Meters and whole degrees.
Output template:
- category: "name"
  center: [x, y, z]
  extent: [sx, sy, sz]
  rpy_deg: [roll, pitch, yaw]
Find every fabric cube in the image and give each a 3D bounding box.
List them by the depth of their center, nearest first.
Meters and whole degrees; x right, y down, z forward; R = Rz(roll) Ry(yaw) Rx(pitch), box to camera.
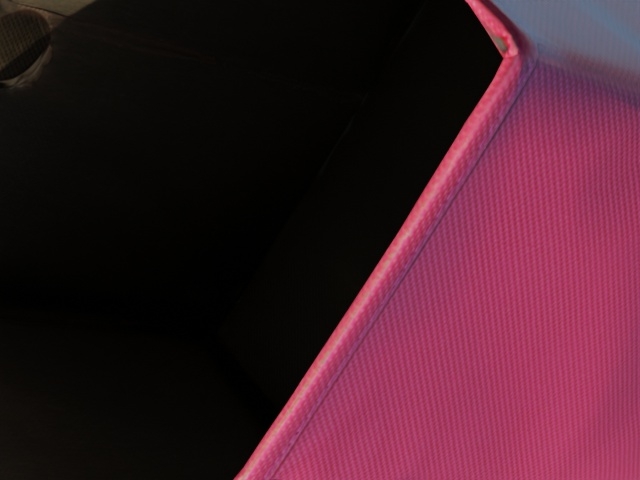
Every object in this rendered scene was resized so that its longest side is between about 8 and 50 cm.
- category: "fabric cube"
  center: [0.000, 0.000, 0.614]
  extent: [0.258, 0.259, 0.254]
  rpy_deg: [9, -151, -47]
